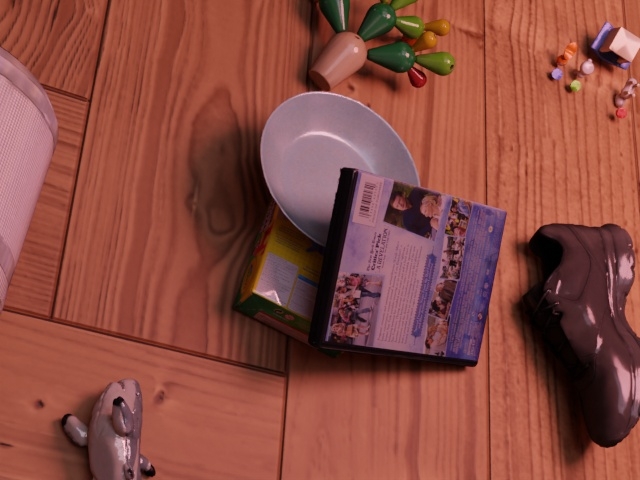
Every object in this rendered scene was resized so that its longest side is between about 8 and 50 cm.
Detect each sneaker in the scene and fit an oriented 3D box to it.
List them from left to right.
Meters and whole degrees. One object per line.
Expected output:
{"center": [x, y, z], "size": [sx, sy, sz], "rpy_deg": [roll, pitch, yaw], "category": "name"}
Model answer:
{"center": [0.301, 0.105, 1.354], "size": [0.130, 0.109, 0.286], "rpy_deg": [9, 55, -15], "category": "sneaker"}

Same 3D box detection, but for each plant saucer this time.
{"center": [0.016, -0.066, 1.234], "size": [0.195, 0.037, 0.195], "rpy_deg": [14, 60, -25], "category": "plant saucer"}

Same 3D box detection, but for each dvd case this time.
{"center": [0.098, 0.035, 1.218], "size": [0.253, 0.022, 0.180], "rpy_deg": [12, 89, -44], "category": "dvd case"}

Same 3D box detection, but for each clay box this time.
{"center": [0.000, 0.000, 1.249], "size": [0.127, 0.053, 0.222], "rpy_deg": [28, 54, -15], "category": "clay box"}

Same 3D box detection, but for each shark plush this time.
{"center": [-0.168, 0.204, 1.054], "size": [0.067, 0.073, 0.161], "rpy_deg": [7, 54, -61], "category": "shark plush"}

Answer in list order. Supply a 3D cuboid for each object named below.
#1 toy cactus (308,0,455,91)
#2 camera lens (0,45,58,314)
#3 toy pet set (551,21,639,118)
{"center": [0.051, -0.251, 1.391], "size": [0.219, 0.112, 0.180], "rpy_deg": [45, 72, -7], "category": "toy cactus"}
{"center": [-0.351, -0.033, 0.959], "size": [0.219, 0.219, 0.274], "rpy_deg": [22, 58, -19], "category": "camera lens"}
{"center": [0.384, -0.243, 1.602], "size": [0.122, 0.065, 0.114], "rpy_deg": [30, 90, -10], "category": "toy pet set"}
